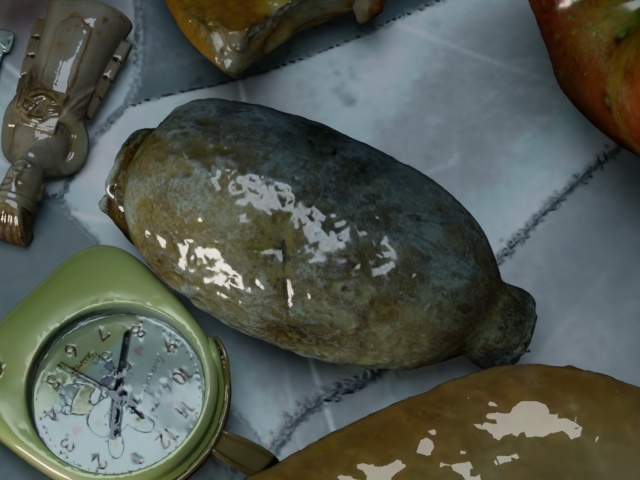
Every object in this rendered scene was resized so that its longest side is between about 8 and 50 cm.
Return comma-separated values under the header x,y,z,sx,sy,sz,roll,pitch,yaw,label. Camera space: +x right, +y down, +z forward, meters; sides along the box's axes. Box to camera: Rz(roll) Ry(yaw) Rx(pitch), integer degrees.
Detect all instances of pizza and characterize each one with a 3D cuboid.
x,y,z,sx,sy,sz,roll,pitch,yaw,label
0.003,-0.245,1.394,0.297,0.071,0.189,-32,51,-16,pizza

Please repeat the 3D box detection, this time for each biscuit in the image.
x,y,z,sx,sy,sz,roll,pitch,yaw,label
0.145,0.296,1.120,0.446,0.104,0.429,-26,68,-9,biscuit

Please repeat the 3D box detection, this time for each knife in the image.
x,y,z,sx,sy,sz,roll,pitch,yaw,label
-0.281,-0.136,1.389,0.027,0.010,0.096,9,68,6,knife

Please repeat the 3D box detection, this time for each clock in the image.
x,y,z,sx,sy,sz,roll,pitch,yaw,label
-0.143,0.126,1.231,0.232,0.069,0.170,41,73,17,clock

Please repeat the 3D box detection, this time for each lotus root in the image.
x,y,z,sx,sy,sz,roll,pitch,yaw,label
0.000,-0.002,1.226,0.350,0.175,0.175,22,68,8,lotus root

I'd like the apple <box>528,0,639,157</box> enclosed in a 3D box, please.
x,y,z,sx,sy,sz,roll,pitch,yaw,label
0.330,-0.210,1.223,0.340,0.339,0.339,-1,65,2,apple

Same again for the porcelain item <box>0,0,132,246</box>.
x,y,z,sx,sy,sz,roll,pitch,yaw,label
-0.223,-0.099,1.346,0.084,0.054,0.213,14,68,10,porcelain item
